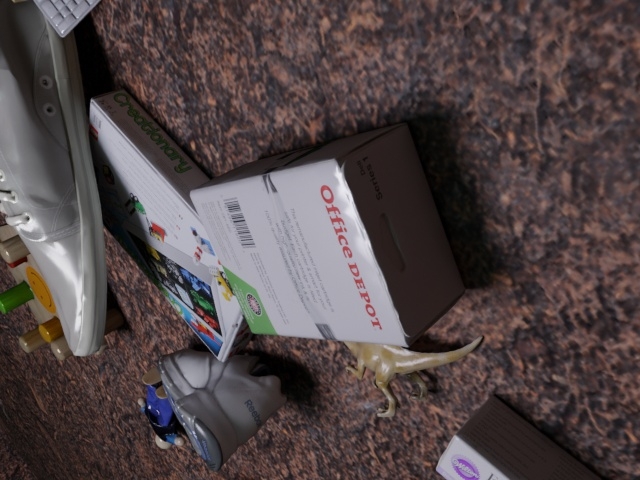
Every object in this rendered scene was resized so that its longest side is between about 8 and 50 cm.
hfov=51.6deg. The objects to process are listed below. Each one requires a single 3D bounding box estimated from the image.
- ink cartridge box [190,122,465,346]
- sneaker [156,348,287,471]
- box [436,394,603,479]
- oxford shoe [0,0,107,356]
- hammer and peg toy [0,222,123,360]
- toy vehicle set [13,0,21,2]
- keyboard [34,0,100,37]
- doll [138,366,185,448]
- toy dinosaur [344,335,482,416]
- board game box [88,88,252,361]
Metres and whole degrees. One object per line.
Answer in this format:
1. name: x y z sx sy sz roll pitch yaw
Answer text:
1. ink cartridge box: 0.000 0.000 0.591 0.219 0.092 0.160 -4 113 49
2. sneaker: -0.132 0.201 0.877 0.297 0.129 0.111 16 131 65
3. box: 0.244 0.258 0.525 0.324 0.067 0.063 36 138 25
4. oxford shoe: -0.347 -0.075 0.811 0.169 0.130 0.449 4 104 59
5. hammer and peg toy: -0.500 0.033 1.148 0.266 0.127 0.361 -4 112 50
6. toy vehicle set: -0.155 -0.307 0.486 0.035 0.166 0.267 49 143 11
7. keyboard: -0.340 -0.349 0.755 0.256 0.072 0.014 52 -174 8
8. doll: -0.275 0.309 1.161 0.129 0.046 0.189 37 138 26
9. toy dinosaur: 0.069 0.118 0.632 0.183 0.053 0.093 7 119 46
10. board game box: -0.182 -0.015 0.817 0.305 0.053 0.193 46 141 16
